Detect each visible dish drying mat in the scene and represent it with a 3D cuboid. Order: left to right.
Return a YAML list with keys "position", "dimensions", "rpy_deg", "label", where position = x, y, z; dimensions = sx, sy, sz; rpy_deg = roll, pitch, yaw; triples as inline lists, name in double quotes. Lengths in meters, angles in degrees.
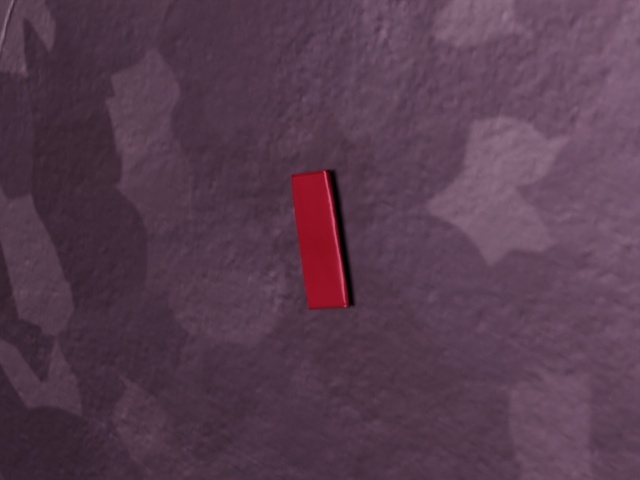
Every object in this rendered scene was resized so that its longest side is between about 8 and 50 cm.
- position: [0.000, 0.000, 0.777]
  dimensions: [0.032, 0.008, 0.083]
  rpy_deg: [-6, 95, 38]
  label: "dish drying mat"
